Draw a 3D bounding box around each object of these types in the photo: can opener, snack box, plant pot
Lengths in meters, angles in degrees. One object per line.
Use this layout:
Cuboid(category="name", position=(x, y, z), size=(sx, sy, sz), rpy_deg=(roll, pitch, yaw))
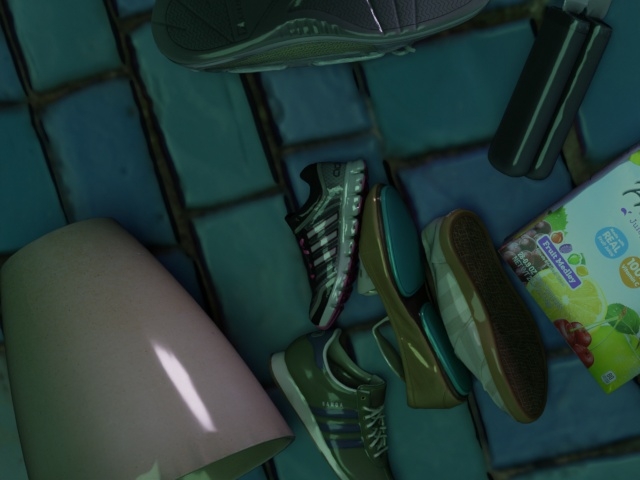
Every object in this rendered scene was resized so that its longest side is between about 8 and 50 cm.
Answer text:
Cuboid(category="can opener", position=(0.223, -0.193, 1.505), size=(0.093, 0.074, 0.280), rpy_deg=(29, 107, 41))
Cuboid(category="snack box", position=(0.300, 0.013, 1.520), size=(0.207, 0.070, 0.174), rpy_deg=(-38, 91, 14))
Cuboid(category="plant pot", position=(-0.199, 0.126, 1.576), size=(0.256, 0.256, 0.274), rpy_deg=(-31, 78, 16))

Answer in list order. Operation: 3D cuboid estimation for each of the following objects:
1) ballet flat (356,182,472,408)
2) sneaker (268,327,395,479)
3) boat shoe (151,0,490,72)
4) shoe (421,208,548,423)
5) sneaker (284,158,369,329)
Cuboid(category="ballet flat", position=(0.073, 0.061, 1.576), size=(0.073, 0.080, 0.232), rpy_deg=(-18, 96, 28))
Cuboid(category="sneaker", position=(0.035, 0.172, 1.609), size=(0.086, 0.064, 0.192), rpy_deg=(-35, 89, 21))
Cuboid(category="boat shoe", position=(0.005, -0.219, 1.530), size=(0.320, 0.103, 0.118), rpy_deg=(-13, 79, 8))
Cuboid(category="shoe", position=(0.158, 0.075, 1.571), size=(0.058, 0.076, 0.219), rpy_deg=(-17, 97, 48))
Cuboid(category="sneaker", position=(0.000, 0.000, 1.585), size=(0.074, 0.063, 0.170), rpy_deg=(10, 98, 9))
